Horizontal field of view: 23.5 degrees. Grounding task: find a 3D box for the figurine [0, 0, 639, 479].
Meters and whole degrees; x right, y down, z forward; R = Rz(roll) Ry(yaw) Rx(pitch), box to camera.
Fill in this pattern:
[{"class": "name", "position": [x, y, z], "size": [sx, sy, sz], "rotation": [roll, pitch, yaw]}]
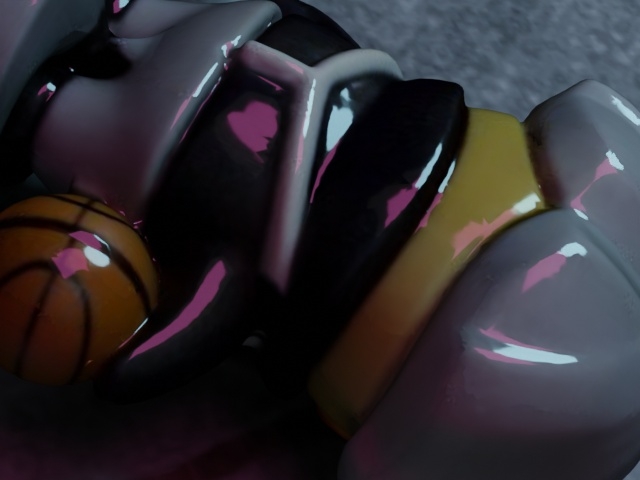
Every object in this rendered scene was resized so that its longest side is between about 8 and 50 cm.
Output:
[{"class": "figurine", "position": [0.000, 0.000, 0.478], "size": [0.236, 0.133, 0.176], "rotation": [28, 55, 0]}]
